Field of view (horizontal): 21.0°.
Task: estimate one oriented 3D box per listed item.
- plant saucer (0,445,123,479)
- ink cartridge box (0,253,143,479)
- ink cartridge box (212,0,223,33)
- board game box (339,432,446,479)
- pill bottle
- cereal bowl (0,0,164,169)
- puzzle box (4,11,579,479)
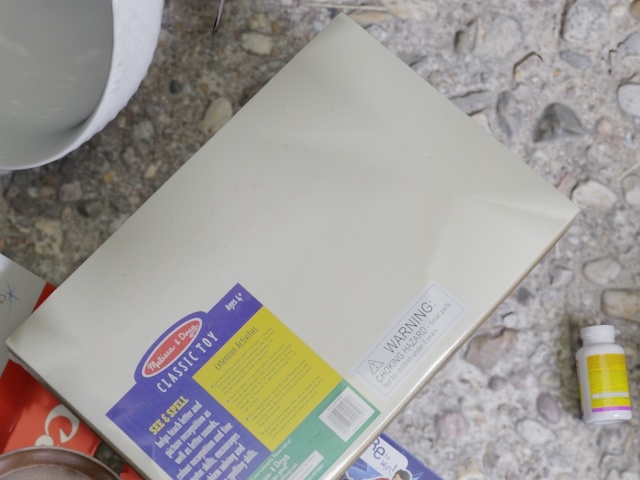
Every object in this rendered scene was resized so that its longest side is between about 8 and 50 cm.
[{"bbox_3d":[-0.222,0.248,1.383,0.168,0.029,0.168,1,85,-8],"label":"plant saucer"},{"bbox_3d":[-0.323,0.148,1.410,0.385,0.091,0.308,24,75,1],"label":"ink cartridge box"},{"bbox_3d":[-0.110,-0.355,1.442,0.130,0.309,0.271,12,75,-3],"label":"ink cartridge box"},{"bbox_3d":[0.030,0.229,1.457,0.201,0.035,0.136,38,76,3],"label":"board game box"},{"bbox_3d":[0.246,0.117,1.504,0.043,0.043,0.083,-3,77,-7],"label":"pill bottle"},{"bbox_3d":[-0.260,-0.236,1.415,0.339,0.339,0.141,44,43,5],"label":"cereal bowl"},{"bbox_3d":[-0.021,0.035,1.420,0.272,0.052,0.409,42,75,11],"label":"puzzle box"}]
